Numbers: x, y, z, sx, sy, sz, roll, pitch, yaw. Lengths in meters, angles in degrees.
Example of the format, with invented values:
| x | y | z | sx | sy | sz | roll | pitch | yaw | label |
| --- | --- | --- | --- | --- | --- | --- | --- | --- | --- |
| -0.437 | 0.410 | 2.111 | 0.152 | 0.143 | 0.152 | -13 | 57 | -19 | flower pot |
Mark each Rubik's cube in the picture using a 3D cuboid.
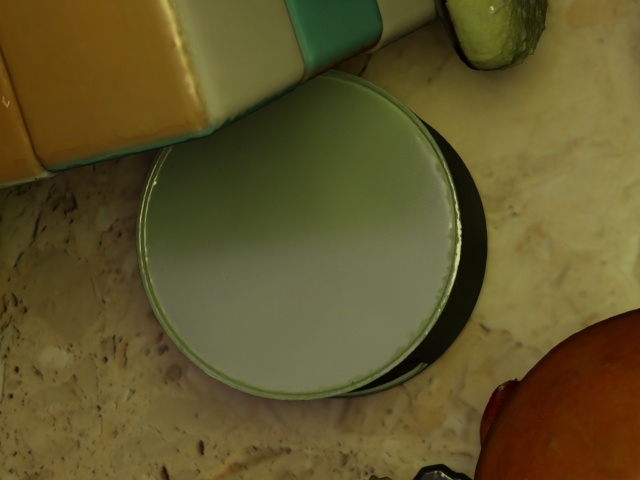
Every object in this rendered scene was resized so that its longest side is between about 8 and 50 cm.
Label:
| x | y | z | sx | sy | sz | roll | pitch | yaw | label |
| --- | --- | --- | --- | --- | --- | --- | --- | --- | --- |
| -0.172 | -0.230 | 1.032 | 0.344 | 0.346 | 0.347 | -10 | 104 | 27 | Rubik's cube |

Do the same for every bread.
| x | y | z | sx | sy | sz | roll | pitch | yaw | label |
| --- | --- | --- | --- | --- | --- | --- | --- | --- | --- |
| 0.106 | -0.261 | 1.152 | 0.056 | 0.207 | 0.286 | -10 | 54 | 24 | bread |

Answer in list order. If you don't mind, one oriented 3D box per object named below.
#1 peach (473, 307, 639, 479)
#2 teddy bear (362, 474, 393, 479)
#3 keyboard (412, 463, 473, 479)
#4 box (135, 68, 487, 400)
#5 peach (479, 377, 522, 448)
| x | y | z | sx | sy | sz | roll | pitch | yaw | label |
| --- | --- | --- | --- | --- | --- | --- | --- | --- | --- |
| 0.245 | 0.199 | 1.058 | 0.302 | 0.343 | 0.342 | 34 | 94 | 40 | peach |
| -0.034 | 0.288 | 1.216 | 0.222 | 0.296 | 0.246 | -28 | 84 | -33 | teddy bear |
| 0.159 | 0.268 | 1.233 | 0.262 | 0.016 | 0.106 | 35 | 95 | 14 | keyboard |
| 0.000 | 0.000 | 1.225 | 0.226 | 0.149 | 0.226 | -1 | 85 | 14 | box |
| 0.157 | 0.139 | 1.221 | 0.098 | 0.061 | 0.098 | 1 | 93 | 17 | peach |
